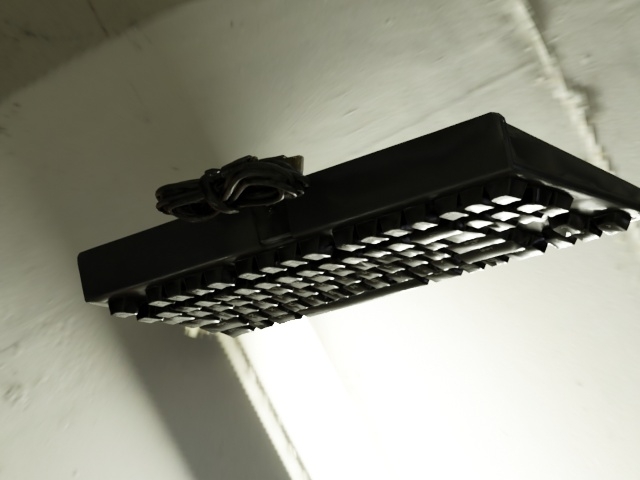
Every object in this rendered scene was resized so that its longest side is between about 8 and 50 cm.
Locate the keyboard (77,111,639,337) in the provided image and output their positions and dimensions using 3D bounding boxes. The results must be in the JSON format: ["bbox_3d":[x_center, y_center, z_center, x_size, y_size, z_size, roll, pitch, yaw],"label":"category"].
[{"bbox_3d":[0.000,0.000,0.576,0.108,0.180,0.023,21,-119,-41],"label":"keyboard"}]
